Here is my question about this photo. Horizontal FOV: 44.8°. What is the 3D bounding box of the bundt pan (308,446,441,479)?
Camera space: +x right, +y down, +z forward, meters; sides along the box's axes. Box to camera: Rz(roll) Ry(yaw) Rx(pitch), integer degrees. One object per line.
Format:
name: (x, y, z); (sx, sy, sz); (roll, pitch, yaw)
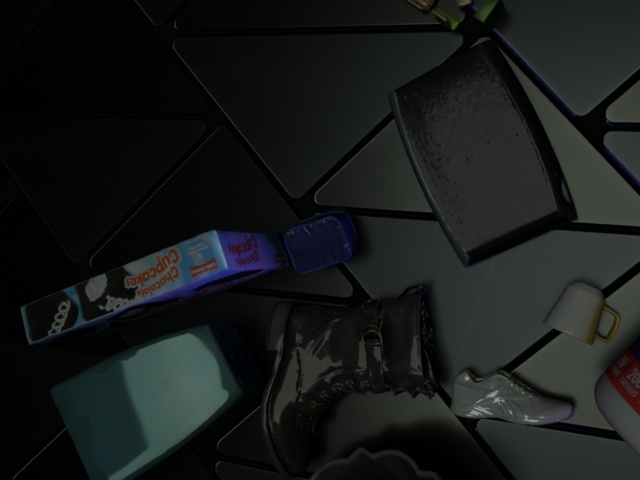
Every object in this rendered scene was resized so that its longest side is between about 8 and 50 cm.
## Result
bundt pan: (0.075, 0.427, 0.930); (0.331, 0.124, 0.331); (-30, 42, 31)

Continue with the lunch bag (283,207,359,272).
lunch bag: (0.000, 0.000, 1.053); (0.098, 0.065, 0.067); (-16, 99, 20)

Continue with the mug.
mug: (0.315, 0.087, 0.939); (0.062, 0.078, 0.064); (24, 90, 53)

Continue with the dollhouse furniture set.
dollhouse furniture set: (0.161, -0.322, 0.994); (0.151, 0.058, 0.076); (40, 103, 17)

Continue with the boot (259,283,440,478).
boot: (0.042, 0.188, 1.021); (0.229, 0.091, 0.263); (-1, 87, 22)

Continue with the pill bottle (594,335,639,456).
pill bottle: (0.456, 0.109, 0.808); (0.181, 0.181, 0.323); (43, 104, 16)

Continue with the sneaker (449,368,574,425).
sneaker: (0.236, 0.194, 0.964); (0.152, 0.053, 0.061); (3, 88, 22)

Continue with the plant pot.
plant pot: (-0.208, 0.217, 1.088); (0.234, 0.166, 0.165); (-31, 79, 10)

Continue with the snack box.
snack box: (-0.225, 0.064, 1.075); (0.322, 0.187, 0.060); (-21, 82, 21)

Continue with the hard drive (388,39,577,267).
hard drive: (0.196, -0.111, 0.981); (0.172, 0.054, 0.255); (-26, 80, 20)
